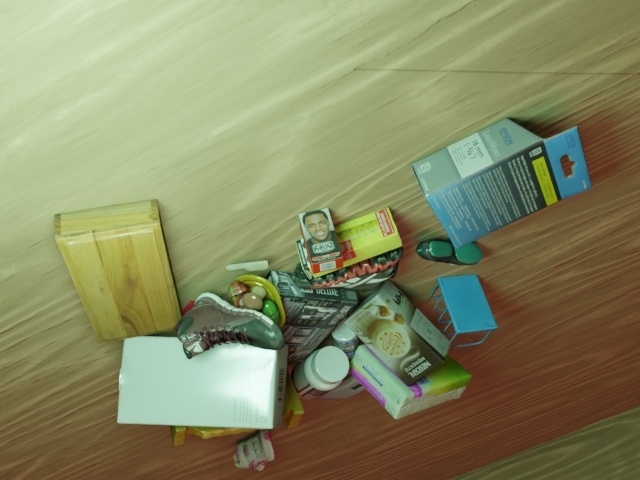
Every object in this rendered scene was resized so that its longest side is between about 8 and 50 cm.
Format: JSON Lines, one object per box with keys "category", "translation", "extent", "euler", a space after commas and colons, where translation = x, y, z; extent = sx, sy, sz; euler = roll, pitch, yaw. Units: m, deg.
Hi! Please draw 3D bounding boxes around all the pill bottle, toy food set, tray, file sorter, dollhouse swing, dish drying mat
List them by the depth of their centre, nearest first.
{"category": "tray", "translation": [-0.429, 0.082, 1.598], "extent": [0.203, 0.076, 0.410], "euler": [-9, 145, -9]}
{"category": "toy food set", "translation": [-0.162, 0.154, 1.713], "extent": [0.128, 0.071, 0.217], "euler": [-1, 125, 21]}
{"category": "dish drying mat", "translation": [-0.330, 0.178, 1.818], "extent": [0.032, 0.008, 0.083], "euler": [15, 134, -34]}
{"category": "file sorter", "translation": [0.385, 0.196, 1.988], "extent": [0.118, 0.170, 0.104], "euler": [-4, 145, -17]}
{"category": "pill bottle", "translation": [0.072, 0.280, 2.054], "extent": [0.078, 0.078, 0.137], "euler": [-15, 144, -3]}
{"category": "pill bottle", "translation": [-0.002, 0.377, 2.074], "extent": [0.121, 0.121, 0.221], "euler": [-1, 158, -21]}
{"category": "dollhouse swing", "translation": [-0.263, 0.534, 2.103], "extent": [0.347, 0.315, 0.304], "euler": [-4, 122, -18]}

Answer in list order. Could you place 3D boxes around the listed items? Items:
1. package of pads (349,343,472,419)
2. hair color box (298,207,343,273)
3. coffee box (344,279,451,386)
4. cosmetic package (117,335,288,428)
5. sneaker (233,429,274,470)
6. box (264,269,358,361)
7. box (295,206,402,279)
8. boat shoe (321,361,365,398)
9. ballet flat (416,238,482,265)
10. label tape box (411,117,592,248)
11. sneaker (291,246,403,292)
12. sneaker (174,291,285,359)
{"category": "package of pads", "translation": [0.251, 0.376, 2.078], "extent": [0.297, 0.229, 0.101], "euler": [-5, 125, -41]}
{"category": "hair color box", "translation": [0.000, 0.000, 1.596], "extent": [0.072, 0.141, 0.043], "euler": [-13, 144, -5]}
{"category": "coffee box", "translation": [0.206, 0.245, 1.925], "extent": [0.246, 0.098, 0.141], "euler": [45, 123, -2]}
{"category": "cosmetic package", "translation": [-0.285, 0.347, 1.777], "extent": [0.385, 0.217, 0.156], "euler": [2, 168, 8]}
{"category": "sneaker", "translation": [-0.235, 0.740, 2.528], "extent": [0.111, 0.102, 0.252], "euler": [0, 140, -25]}
{"category": "box", "translation": [-0.083, 0.206, 1.896], "extent": [0.243, 0.076, 0.307], "euler": [8, 138, -30]}
{"category": "box", "translation": [0.065, 0.007, 1.681], "extent": [0.232, 0.087, 0.058], "euler": [-19, 144, 6]}
{"category": "boat shoe", "translation": [0.086, 0.420, 2.241], "extent": [0.096, 0.088, 0.267], "euler": [15, 144, -28]}
{"category": "ballet flat", "translation": [0.321, 0.029, 1.834], "extent": [0.203, 0.074, 0.074], "euler": [6, 139, -37]}
{"category": "label tape box", "translation": [0.401, -0.141, 1.596], "extent": [0.334, 0.105, 0.240], "euler": [-26, 143, 12]}
{"category": "sneaker", "translation": [0.070, 0.078, 1.765], "extent": [0.276, 0.097, 0.135], "euler": [-16, 142, -3]}
{"category": "sneaker", "translation": [-0.223, 0.227, 1.655], "extent": [0.162, 0.282, 0.106], "euler": [-43, 132, -34]}
